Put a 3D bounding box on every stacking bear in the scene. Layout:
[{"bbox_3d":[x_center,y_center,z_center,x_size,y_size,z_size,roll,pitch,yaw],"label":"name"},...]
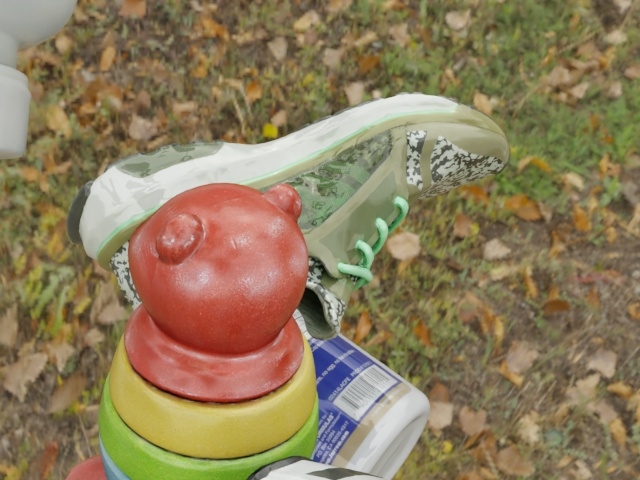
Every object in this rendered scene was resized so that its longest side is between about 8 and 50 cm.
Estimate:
[{"bbox_3d":[-0.076,0.092,0.675,0.175,0.289,0.164,-16,40,-33],"label":"stacking bear"}]

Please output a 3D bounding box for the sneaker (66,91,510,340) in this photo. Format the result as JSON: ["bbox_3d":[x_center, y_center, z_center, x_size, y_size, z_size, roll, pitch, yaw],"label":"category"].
[{"bbox_3d":[0.000,0.000,0.869,0.410,0.158,0.182,-16,72,-20],"label":"sneaker"}]

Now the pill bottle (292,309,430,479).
[{"bbox_3d":[-0.032,0.150,1.023,0.265,0.153,0.153,35,59,21],"label":"pill bottle"}]

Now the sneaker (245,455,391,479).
[{"bbox_3d":[0.034,0.236,0.467,0.258,0.447,0.169,12,96,15],"label":"sneaker"}]

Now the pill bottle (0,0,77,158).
[{"bbox_3d":[-0.144,-0.138,0.361,0.118,0.117,0.208,4,90,-6],"label":"pill bottle"}]
